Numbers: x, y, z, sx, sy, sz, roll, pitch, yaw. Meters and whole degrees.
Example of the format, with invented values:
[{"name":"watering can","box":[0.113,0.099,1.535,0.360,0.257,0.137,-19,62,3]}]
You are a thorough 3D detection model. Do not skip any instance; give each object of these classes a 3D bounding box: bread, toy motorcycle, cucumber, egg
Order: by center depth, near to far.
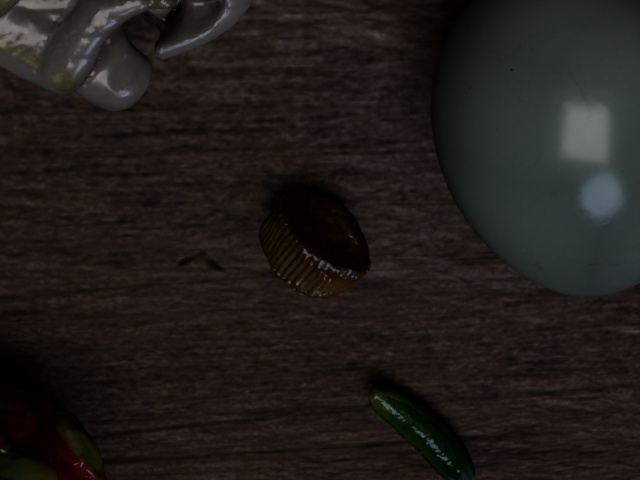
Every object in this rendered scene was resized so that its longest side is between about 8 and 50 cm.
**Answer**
[{"name":"toy motorcycle","box":[-0.162,-0.180,0.779,0.341,0.108,0.223,-4,122,-15]},{"name":"egg","box":[0.171,-0.067,0.870,0.183,0.183,0.264,-18,134,5]},{"name":"bread","box":[0.000,0.000,0.959,0.085,0.085,0.053,27,125,-26]},{"name":"cucumber","box":[0.093,0.169,1.132,0.039,0.039,0.168,-35,122,17]}]

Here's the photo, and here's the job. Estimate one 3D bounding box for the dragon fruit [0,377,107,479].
[{"name":"dragon fruit","box":[-0.274,0.245,1.016,0.237,0.231,0.302,-6,139,-19]}]
